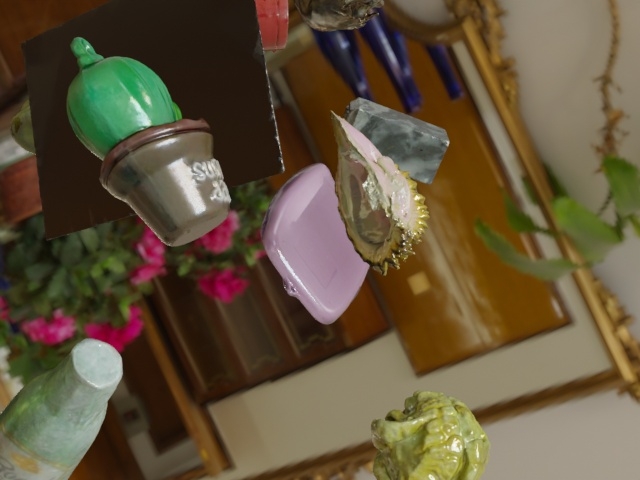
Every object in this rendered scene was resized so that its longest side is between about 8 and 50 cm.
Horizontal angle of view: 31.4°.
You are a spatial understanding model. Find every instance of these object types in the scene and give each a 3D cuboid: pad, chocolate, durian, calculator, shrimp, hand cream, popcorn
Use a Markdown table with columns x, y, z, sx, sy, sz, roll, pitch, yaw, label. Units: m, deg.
| x | y | z | sx | sy | sz | roll | pitch | yaw | label |
| --- | --- | --- | --- | --- | --- | --- | --- | --- | --- |
| -0.199 | -0.152 | 1.254 | 0.367 | 0.247 | 0.007 | -14 | 172 | 36 | pad |
| -0.277 | 0.192 | 1.148 | 0.110 | 0.110 | 0.291 | -26 | 164 | -46 | chocolate |
| 0.070 | -0.068 | 1.388 | 0.078 | 0.224 | 0.140 | -14 | 162 | -19 | durian |
| 0.001 | 0.000 | 1.682 | 0.043 | 0.194 | 0.294 | -27 | -163 | 28 | calculator |
| 0.008 | -0.304 | 1.303 | 0.052 | 0.143 | 0.251 | -23 | -157 | -21 | shrimp |
| -0.147 | -0.454 | 2.095 | 0.149 | 0.230 | 0.230 | -5 | 176 | -12 | hand cream |
| 0.128 | 0.243 | 1.305 | 0.135 | 0.141 | 0.162 | 6 | 166 | 33 | popcorn |

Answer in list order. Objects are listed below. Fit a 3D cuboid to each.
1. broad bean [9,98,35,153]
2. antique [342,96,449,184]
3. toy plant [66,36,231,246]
| x | y | z | sx | sy | sz | roll | pitch | yaw | label |
| --- | --- | --- | --- | --- | --- | --- | --- | --- | --- |
| -0.390 | -0.157 | 1.824 | 0.153 | 0.207 | 0.072 | -46 | -161 | 35 | broad bean |
| 0.122 | -0.176 | 1.982 | 0.088 | 0.183 | 0.086 | -85 | -164 | -70 | antique |
| -0.154 | -0.094 | 1.008 | 0.105 | 0.200 | 0.143 | -31 | 175 | 16 | toy plant |
